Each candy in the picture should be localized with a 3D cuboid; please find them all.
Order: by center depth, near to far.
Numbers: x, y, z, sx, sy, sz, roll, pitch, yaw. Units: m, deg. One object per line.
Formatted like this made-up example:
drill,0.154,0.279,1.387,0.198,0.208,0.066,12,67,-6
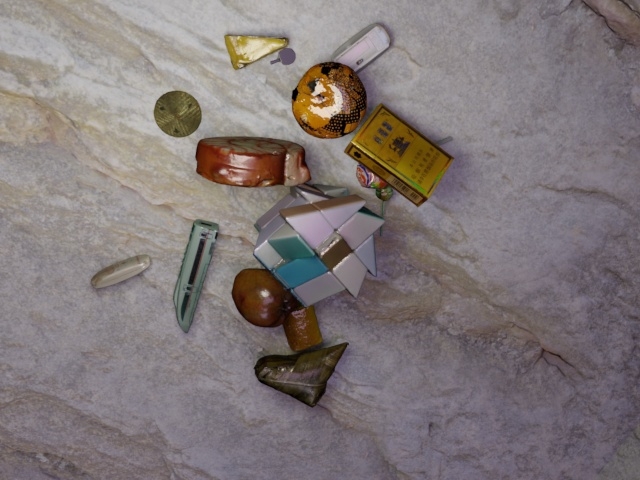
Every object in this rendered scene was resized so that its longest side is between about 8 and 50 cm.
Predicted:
candy,0.289,-0.278,1.874,0.366,0.124,0.124,-25,114,-11
candy,0.219,-0.104,1.950,0.061,0.061,0.202,-4,120,-10

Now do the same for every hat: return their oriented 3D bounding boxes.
hat,-0.435,-0.380,1.689,0.146,0.067,0.145,-4,111,-10

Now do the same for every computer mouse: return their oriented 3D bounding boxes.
computer mouse,0.126,-0.590,1.737,0.199,0.045,0.102,-38,114,6

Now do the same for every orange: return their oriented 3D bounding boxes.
orange,0.029,-0.423,1.693,0.235,0.182,0.234,2,101,12

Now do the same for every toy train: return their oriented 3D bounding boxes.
toy train,-0.437,0.130,1.876,0.088,0.086,0.406,14,108,-17

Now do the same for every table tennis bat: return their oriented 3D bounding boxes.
table tennis bat,-0.117,-0.563,1.717,0.083,0.007,0.050,-24,114,-4

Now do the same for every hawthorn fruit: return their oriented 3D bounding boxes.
hawthorn fruit,-0.207,0.185,1.875,0.208,0.248,0.208,-31,130,-45

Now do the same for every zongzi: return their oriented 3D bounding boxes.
zongzi,-0.067,0.444,2.048,0.286,0.134,0.288,30,103,-23

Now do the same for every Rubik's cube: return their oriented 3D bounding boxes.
Rubik's cube,0.000,0.000,1.766,0.368,0.358,0.387,-42,118,-1

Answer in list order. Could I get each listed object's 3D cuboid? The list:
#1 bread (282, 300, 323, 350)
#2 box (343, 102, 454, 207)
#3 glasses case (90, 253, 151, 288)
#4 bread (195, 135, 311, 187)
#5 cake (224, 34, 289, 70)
bread,-0.073,0.304,2.010,0.132,0.103,0.172,-17,112,-5
box,0.251,-0.272,1.771,0.301,0.084,0.192,37,64,-2
glasses case,-0.655,0.101,1.824,0.204,0.081,0.051,-23,116,-4
bread,-0.212,-0.239,1.663,0.328,0.295,0.114,-11,116,-42
cake,-0.196,-0.594,1.665,0.185,0.079,0.116,-29,102,11
